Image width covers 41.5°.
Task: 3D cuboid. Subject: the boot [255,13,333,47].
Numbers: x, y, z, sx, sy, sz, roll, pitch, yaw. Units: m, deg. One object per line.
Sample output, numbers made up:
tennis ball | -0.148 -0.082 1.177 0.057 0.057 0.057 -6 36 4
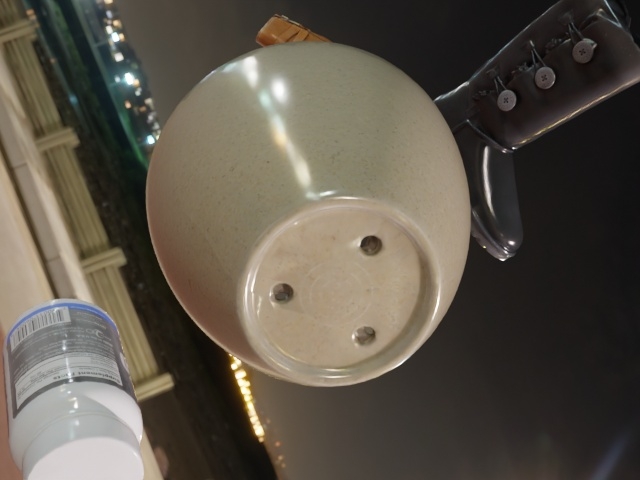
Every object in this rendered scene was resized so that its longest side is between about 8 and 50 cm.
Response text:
boot | -0.015 -0.233 1.110 0.152 0.073 0.197 32 15 -11

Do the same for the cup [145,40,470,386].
cup | 0.000 0.000 0.776 0.237 0.331 0.331 -109 180 -68

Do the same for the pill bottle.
pill bottle | -0.153 0.102 0.523 0.137 0.078 0.078 -126 -164 -54

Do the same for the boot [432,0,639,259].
boot | 0.434 -0.220 1.608 0.146 0.445 0.367 -11 71 -61
